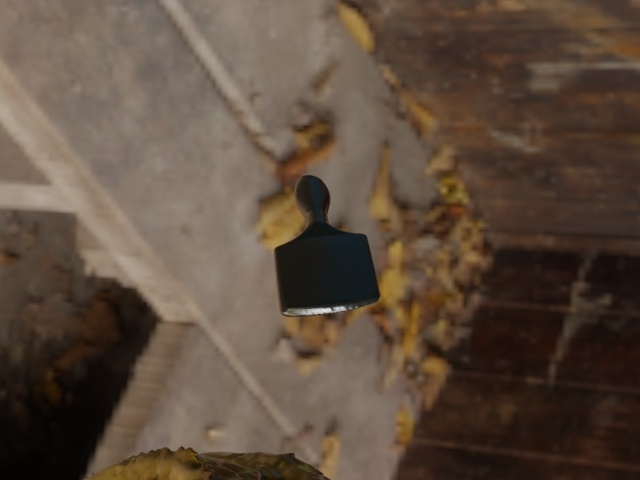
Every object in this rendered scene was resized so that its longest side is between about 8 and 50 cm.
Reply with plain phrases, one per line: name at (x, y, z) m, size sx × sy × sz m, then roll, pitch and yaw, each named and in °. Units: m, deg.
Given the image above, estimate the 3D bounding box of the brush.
brush at (0.000, 0.000, 1.145) m, size 0.193 × 0.063 × 0.016 m, roll -98°, pitch -179°, yaw -61°

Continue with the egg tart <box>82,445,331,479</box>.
egg tart at (-0.109, 0.227, 1.137) m, size 0.118 × 0.288 × 0.288 m, roll 53°, pitch 49°, yaw -29°
